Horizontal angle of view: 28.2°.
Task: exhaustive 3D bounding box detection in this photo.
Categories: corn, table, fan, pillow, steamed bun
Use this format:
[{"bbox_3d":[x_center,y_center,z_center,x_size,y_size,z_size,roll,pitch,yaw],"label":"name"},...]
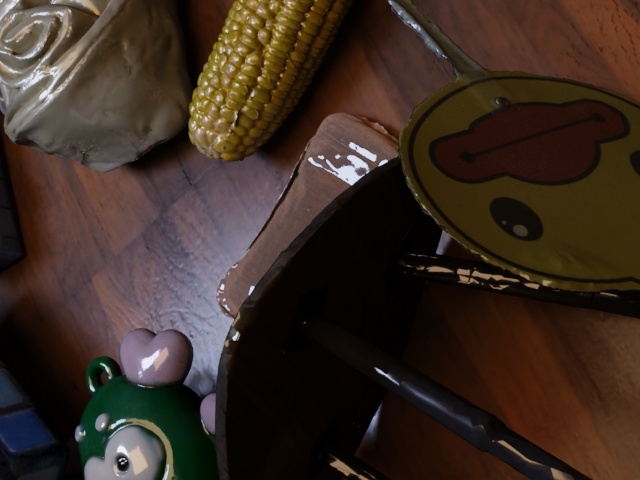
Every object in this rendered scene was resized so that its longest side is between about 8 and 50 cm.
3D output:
[{"bbox_3d":[-0.028,-0.199,1.069,0.101,0.101,0.291,35,100,33],"label":"corn"},{"bbox_3d":[0.122,0.102,0.851,0.249,0.317,0.317,23,94,22],"label":"table"},{"bbox_3d":[0.142,-0.074,0.881,0.335,0.230,0.011,51,145,32],"label":"fan"},{"bbox_3d":[0.002,0.001,1.050,0.135,0.034,0.211,41,102,36],"label":"pillow"},{"bbox_3d":[-0.235,-0.173,1.171,0.211,0.144,0.217,-13,73,32],"label":"steamed bun"}]

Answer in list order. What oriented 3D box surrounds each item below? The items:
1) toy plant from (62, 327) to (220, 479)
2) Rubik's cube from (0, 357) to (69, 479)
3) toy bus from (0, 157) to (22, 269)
[{"bbox_3d":[-0.130,0.196,1.051,0.243,0.113,0.232,35,111,29],"label":"toy plant"},{"bbox_3d":[-0.431,0.223,1.098,0.293,0.292,0.286,44,126,34],"label":"Rubik's cube"},{"bbox_3d":[-0.369,-0.077,1.273,0.079,0.094,0.236,-24,70,21],"label":"toy bus"}]
